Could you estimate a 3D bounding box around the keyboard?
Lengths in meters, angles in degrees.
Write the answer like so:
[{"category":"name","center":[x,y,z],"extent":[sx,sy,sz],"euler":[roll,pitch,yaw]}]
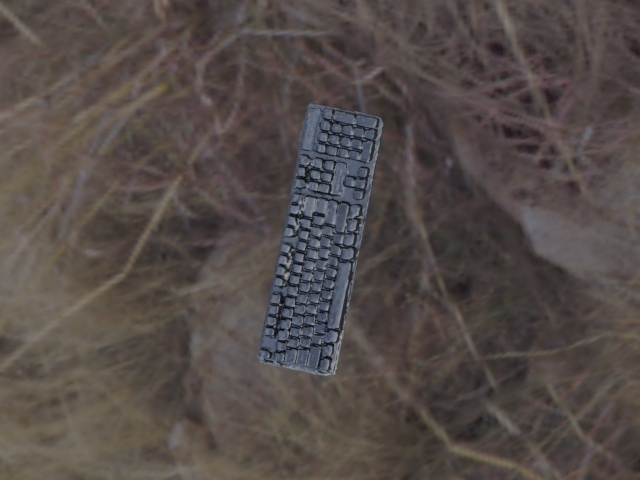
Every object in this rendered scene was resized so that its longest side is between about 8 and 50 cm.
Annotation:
[{"category":"keyboard","center":[0.000,0.000,1.235],"extent":[0.072,0.023,0.231],"euler":[12,93,7]}]
